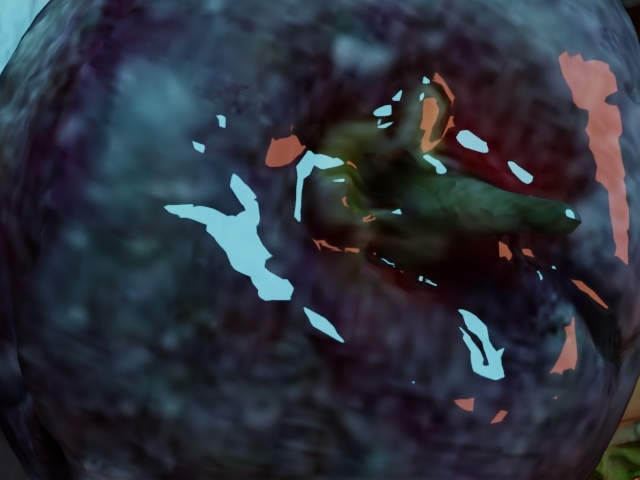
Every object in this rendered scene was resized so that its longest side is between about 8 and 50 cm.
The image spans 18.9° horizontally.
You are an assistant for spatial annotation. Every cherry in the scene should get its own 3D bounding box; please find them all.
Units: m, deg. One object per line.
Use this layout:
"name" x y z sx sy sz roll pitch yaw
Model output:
"cherry" 0.000 0.003 0.490 0.195 0.195 0.195 -3 90 -74

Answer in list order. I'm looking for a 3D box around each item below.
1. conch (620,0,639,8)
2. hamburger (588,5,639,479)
"conch" 0.010 -0.188 0.569 0.220 0.195 0.277 -14 67 -46
"hamburger" 0.080 -0.022 0.672 0.286 0.243 0.146 -45 145 -15
